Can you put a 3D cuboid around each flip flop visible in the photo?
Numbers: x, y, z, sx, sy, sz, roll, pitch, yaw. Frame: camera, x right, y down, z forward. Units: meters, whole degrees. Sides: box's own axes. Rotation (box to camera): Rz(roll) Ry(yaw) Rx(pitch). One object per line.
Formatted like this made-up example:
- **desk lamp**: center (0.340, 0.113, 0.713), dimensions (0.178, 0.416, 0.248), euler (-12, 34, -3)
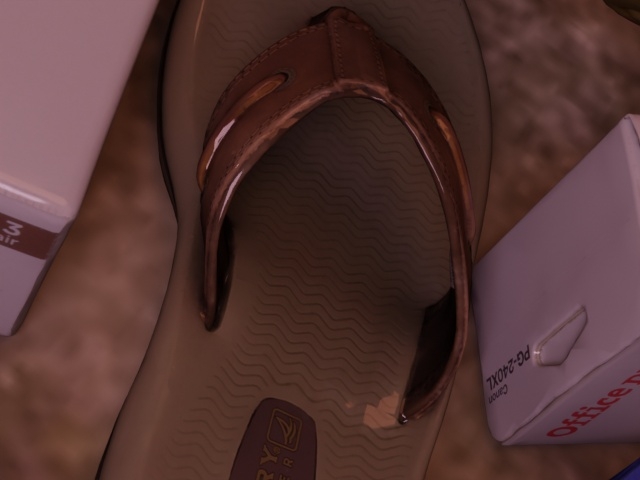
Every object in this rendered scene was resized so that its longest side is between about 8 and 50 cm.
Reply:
- **flip flop**: center (0.000, 0.000, 0.486), dimensions (0.112, 0.080, 0.277), euler (20, 56, -12)

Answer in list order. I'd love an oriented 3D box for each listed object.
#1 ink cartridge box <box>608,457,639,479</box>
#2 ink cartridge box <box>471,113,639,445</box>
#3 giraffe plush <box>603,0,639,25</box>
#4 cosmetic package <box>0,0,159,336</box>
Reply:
- **ink cartridge box**: center (0.122, 0.167, 0.468), dimensions (0.097, 0.046, 0.207), euler (-31, 78, -34)
- **ink cartridge box**: center (0.134, 0.015, 0.518), dimensions (0.150, 0.109, 0.063), euler (2, 63, -22)
- **giraffe plush**: center (0.094, -0.166, 0.487), dimensions (0.181, 0.210, 0.170), euler (29, 95, -1)
- **cosmetic package**: center (-0.097, -0.101, 0.502), dimensions (0.117, 0.085, 0.231), euler (24, 58, -9)
